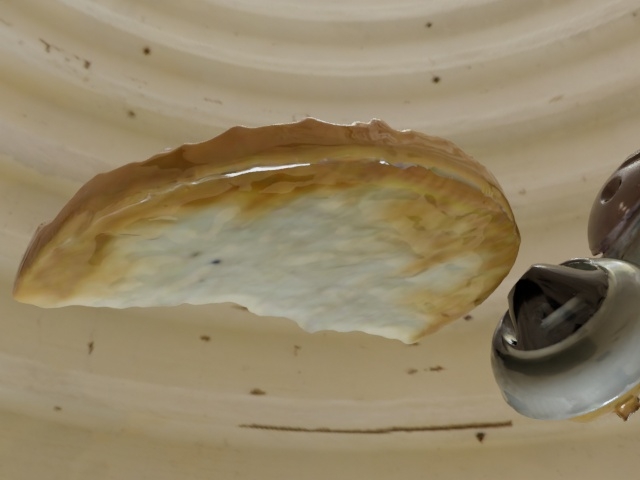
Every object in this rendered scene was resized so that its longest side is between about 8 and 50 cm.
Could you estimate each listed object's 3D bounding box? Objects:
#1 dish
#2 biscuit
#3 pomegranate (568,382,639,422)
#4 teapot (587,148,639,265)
[{"bbox_3d":[0.165,0.047,0.531,0.141,0.078,0.141,-38,-163,14],"label":"dish"},{"bbox_3d":[0.000,0.000,0.444,0.204,0.309,0.040,-40,-129,43],"label":"biscuit"},{"bbox_3d":[0.319,0.129,0.919,0.191,0.191,0.191,-29,-138,30],"label":"pomegranate"},{"bbox_3d":[0.414,-0.001,0.659,0.312,0.233,0.315,37,-61,14],"label":"teapot"}]
